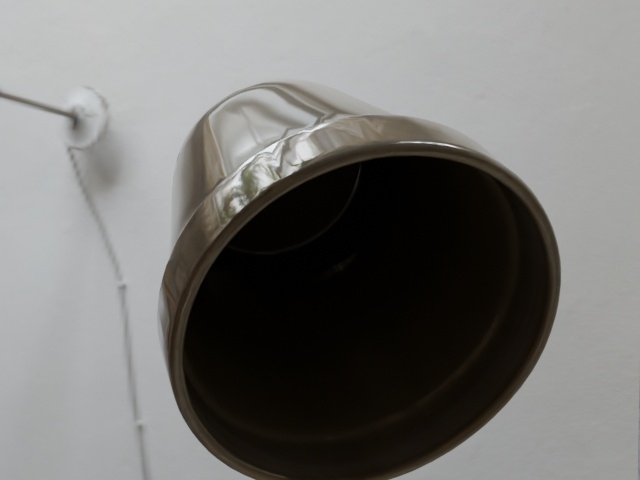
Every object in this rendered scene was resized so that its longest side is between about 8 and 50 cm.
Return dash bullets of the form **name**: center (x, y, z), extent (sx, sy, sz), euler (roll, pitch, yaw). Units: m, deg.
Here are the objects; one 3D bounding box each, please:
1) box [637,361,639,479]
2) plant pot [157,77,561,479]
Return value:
- **box**: center (0.238, 0.114, 0.903), extent (0.059, 0.054, 0.168), euler (1, -92, 5)
- **plant pot**: center (0.000, 0.000, 1.189), extent (0.323, 0.323, 0.280), euler (-51, -146, 14)
